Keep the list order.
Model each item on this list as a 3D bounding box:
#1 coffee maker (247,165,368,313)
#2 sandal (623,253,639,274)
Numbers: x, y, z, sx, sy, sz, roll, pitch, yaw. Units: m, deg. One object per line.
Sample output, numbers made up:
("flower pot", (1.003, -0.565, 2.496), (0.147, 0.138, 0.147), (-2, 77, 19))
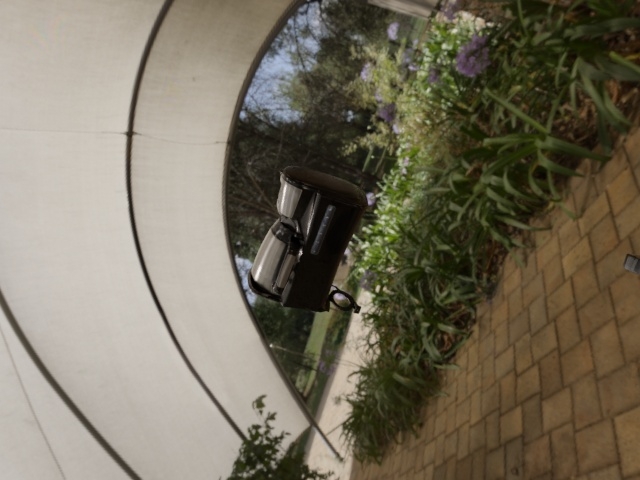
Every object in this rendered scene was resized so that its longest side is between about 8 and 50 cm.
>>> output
("coffee maker", (0.000, 0.000, 0.609), (0.120, 0.171, 0.178), (54, 127, 50))
("sandal", (0.467, 0.026, 0.445), (0.254, 0.097, 0.054), (3, 86, 61))
